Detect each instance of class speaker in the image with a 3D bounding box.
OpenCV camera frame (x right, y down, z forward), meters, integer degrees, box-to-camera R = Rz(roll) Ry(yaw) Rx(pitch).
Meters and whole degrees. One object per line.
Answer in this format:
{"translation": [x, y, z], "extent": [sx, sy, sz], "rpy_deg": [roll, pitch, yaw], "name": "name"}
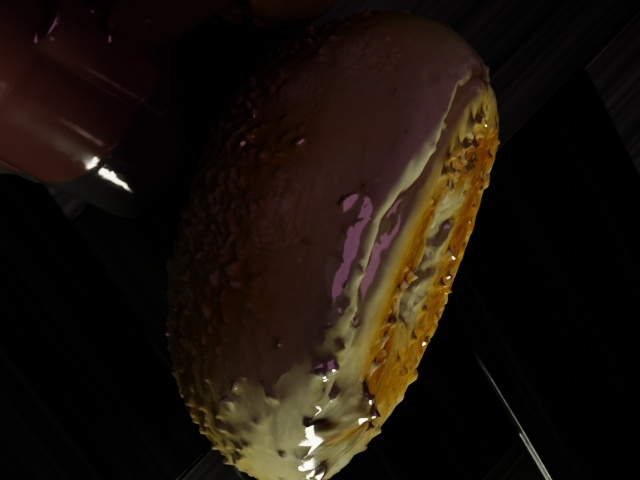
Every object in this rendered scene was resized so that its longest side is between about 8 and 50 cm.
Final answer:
{"translation": [-0.173, -0.151, 1.078], "extent": [0.329, 0.198, 0.259], "rpy_deg": [22, 111, -44], "name": "speaker"}

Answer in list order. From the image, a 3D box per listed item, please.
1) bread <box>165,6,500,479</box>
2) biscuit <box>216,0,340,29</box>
{"translation": [0.000, 0.000, 1.230], "extent": [0.305, 0.158, 0.305], "rpy_deg": [21, 90, -80], "name": "bread"}
{"translation": [-0.037, -0.238, 1.233], "extent": [0.226, 0.042, 0.226], "rpy_deg": [-3, 94, -47], "name": "biscuit"}
